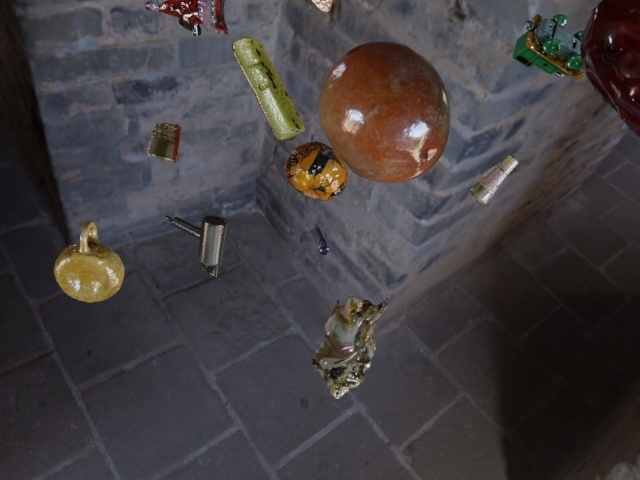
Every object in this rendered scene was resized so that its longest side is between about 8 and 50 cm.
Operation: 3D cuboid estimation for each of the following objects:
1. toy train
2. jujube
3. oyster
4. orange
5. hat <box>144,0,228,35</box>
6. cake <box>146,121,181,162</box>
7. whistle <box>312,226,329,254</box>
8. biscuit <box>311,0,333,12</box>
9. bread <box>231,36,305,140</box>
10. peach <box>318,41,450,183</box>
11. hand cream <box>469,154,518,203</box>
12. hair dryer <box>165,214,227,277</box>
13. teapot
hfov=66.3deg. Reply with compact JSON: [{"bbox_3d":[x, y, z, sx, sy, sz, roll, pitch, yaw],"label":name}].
[{"bbox_3d":[0.592,-0.485,1.252,0.227,0.136,0.091,24,75,-18],"label":"toy train"},{"bbox_3d":[0.626,-0.317,0.857,0.258,0.259,0.377,-1,49,-16],"label":"jujube"},{"bbox_3d":[0.076,0.269,1.237,0.107,0.201,0.355,59,32,-17],"label":"oyster"},{"bbox_3d":[-0.015,-0.243,1.752,0.234,0.234,0.183,15,69,-2],"label":"orange"},{"bbox_3d":[-0.357,-0.617,1.314,0.227,0.129,0.140,1,90,0],"label":"hat"},{"bbox_3d":[-0.472,-0.257,1.459,0.086,0.117,0.221,11,38,-21],"label":"cake"},{"bbox_3d":[0.000,0.000,1.441,0.033,0.033,0.176,5,19,-11],"label":"whistle"},{"bbox_3d":[-0.014,-0.698,1.188,0.183,0.280,0.043,-21,47,-2],"label":"biscuit"},{"bbox_3d":[-0.176,-0.516,1.662,0.362,0.077,0.138,63,23,-4],"label":"bread"},{"bbox_3d":[0.122,-0.227,0.899,0.252,0.253,0.253,8,48,-9],"label":"peach"},{"bbox_3d":[0.647,-0.231,1.809,0.084,0.203,0.084,38,16,-13],"label":"hand cream"},{"bbox_3d":[-0.419,-0.011,1.604,0.248,0.196,0.078,26,26,25],"label":"hair dryer"},{"bbox_3d":[-0.731,0.073,1.576,0.203,0.312,0.167,4,30,-6],"label":"teapot"}]
